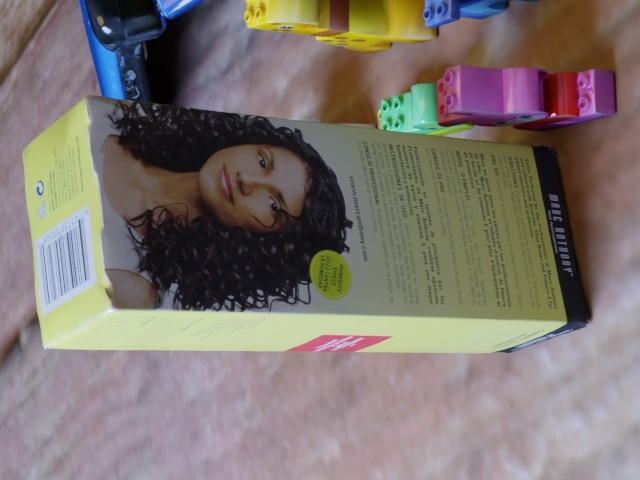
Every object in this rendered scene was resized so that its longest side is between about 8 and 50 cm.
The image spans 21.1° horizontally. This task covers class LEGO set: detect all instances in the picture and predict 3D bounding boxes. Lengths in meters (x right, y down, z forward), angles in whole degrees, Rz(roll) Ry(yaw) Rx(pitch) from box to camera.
[{"bbox_3d":[0.021,-0.086,0.789,0.227,0.093,0.087,-10,80,56],"label":"LEGO set"}]

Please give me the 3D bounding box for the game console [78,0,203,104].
[{"bbox_3d":[-0.074,-0.229,1.002,0.250,0.173,0.293,89,166,-63],"label":"game console"}]

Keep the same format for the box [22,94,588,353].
[{"bbox_3d":[0.000,0.000,0.690,0.058,0.232,0.087,-29,65,49],"label":"box"}]
